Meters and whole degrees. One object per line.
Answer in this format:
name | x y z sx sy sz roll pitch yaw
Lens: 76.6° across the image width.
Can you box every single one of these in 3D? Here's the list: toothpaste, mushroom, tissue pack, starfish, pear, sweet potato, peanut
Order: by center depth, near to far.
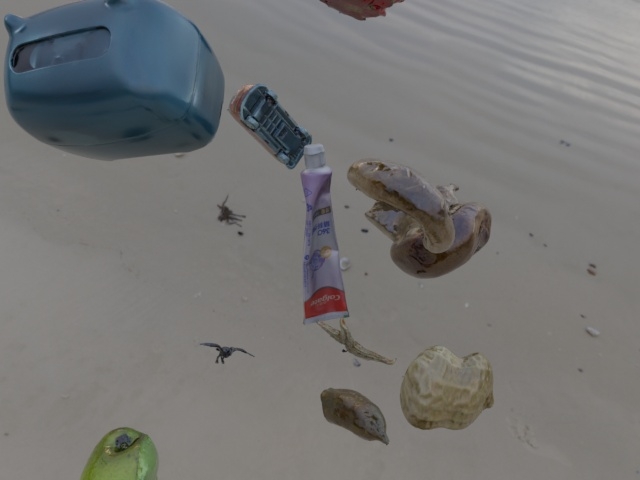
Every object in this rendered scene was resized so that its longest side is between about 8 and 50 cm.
tissue pack | -0.308 -0.234 0.600 0.288 0.206 0.198 -1 79 18
toothpaste | 0.000 0.000 0.646 0.075 0.300 0.048 -18 26 -30
mushroom | 0.183 -0.082 0.860 0.286 0.151 0.156 39 90 -1
peanut | 0.294 0.338 0.920 0.233 0.196 0.110 10 5 -9
starfish | 0.082 0.283 1.149 0.247 0.138 0.050 39 60 -14
pear | -0.626 0.748 1.246 0.239 0.342 0.317 -4 71 -14
mushroom | 0.365 -0.030 1.287 0.346 0.345 0.259 -24 85 -30
sweet potato | 0.139 0.666 1.557 0.158 0.157 0.370 -33 19 -34

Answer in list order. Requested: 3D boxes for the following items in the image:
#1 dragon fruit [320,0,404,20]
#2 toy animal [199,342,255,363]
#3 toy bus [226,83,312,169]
dragon fruit | 0.093 -0.756 1.098 0.387 0.248 0.371 12 26 -23
toy animal | -0.346 0.405 1.474 0.220 0.108 0.062 21 45 -31
toy bus | -0.145 -0.321 1.126 0.120 0.265 0.121 30 85 40
